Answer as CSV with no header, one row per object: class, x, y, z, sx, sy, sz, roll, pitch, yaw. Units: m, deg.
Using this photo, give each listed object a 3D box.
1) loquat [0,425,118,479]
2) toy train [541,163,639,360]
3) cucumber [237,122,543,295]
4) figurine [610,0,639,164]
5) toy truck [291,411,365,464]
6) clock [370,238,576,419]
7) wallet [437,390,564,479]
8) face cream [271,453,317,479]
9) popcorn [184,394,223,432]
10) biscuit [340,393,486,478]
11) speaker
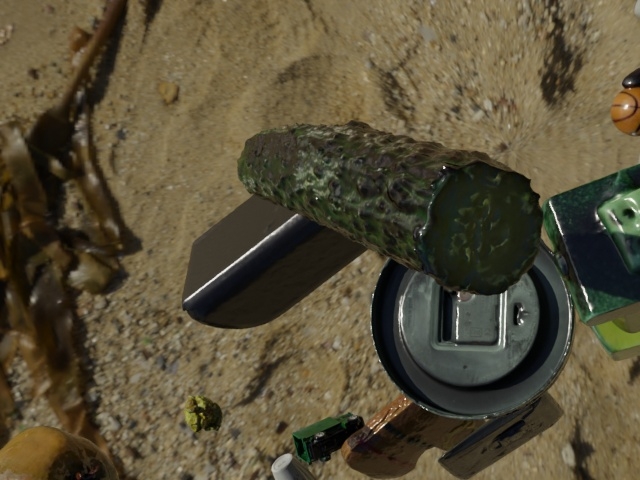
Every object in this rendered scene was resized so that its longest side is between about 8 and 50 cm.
loquat,-0.366,0.350,1.218,0.234,0.176,0.187,-34,100,28
toy train,0.346,0.006,0.810,0.253,0.397,0.160,-19,71,15
cucumber,0.013,-0.034,0.507,0.068,0.293,0.067,-5,104,-23
figurine,0.405,-0.190,0.973,0.176,0.133,0.236,6,96,-15
toy truck,0.024,0.425,1.958,0.147,0.079,0.065,-19,104,-24
clock,0.166,0.084,0.993,0.226,0.049,0.225,-5,77,22
wallet,0.341,0.368,1.712,0.245,0.168,0.052,-37,56,5
face cream,-0.026,0.473,1.670,0.072,0.051,0.182,-40,111,-21
popcorn,-0.220,0.325,1.713,0.083,0.068,0.059,33,124,4
biscuit,0.206,0.422,1.909,0.277,0.052,0.262,-40,130,10
speaker,0.000,0.000,1.298,0.388,0.180,0.184,-36,116,18
